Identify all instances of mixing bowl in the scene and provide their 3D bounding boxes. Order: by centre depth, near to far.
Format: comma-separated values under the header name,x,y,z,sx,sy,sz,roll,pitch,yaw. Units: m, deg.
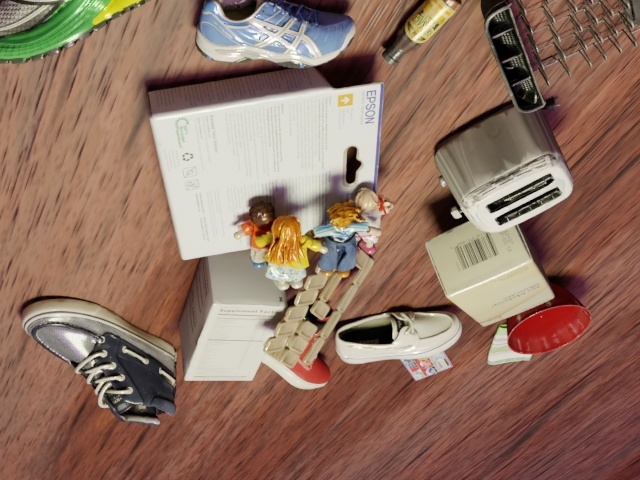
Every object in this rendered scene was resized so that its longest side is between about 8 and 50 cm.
name,x,y,z,sx,sy,sz,roll,pitch,yaw
mixing bowl,0.466,0.151,1.707,0.181,0.098,0.181,-9,142,-7

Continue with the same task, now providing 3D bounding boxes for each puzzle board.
name,x,y,z,sx,sy,sz,roll,pitch,yaw
puzzle board,0.247,0.284,1.875,0.096,0.011,0.128,-23,141,11

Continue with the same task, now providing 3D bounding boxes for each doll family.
name,x,y,z,sx,sy,sz,roll,pitch,yaw
doll family,0.000,0.000,1.261,0.262,0.118,0.163,-9,142,-9

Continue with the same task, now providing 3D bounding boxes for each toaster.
name,x,y,z,sx,sy,sz,roll,pitch,yaw
toaster,0.302,-0.117,1.289,0.226,0.147,0.129,-27,141,16

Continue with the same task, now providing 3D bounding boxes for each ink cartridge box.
name,x,y,z,sx,sy,sz,roll,pitch,yaw
ink cartridge box,-0.077,-0.115,1.241,0.329,0.072,0.324,-11,142,-9

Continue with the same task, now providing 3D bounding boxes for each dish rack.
name,x,y,z,sx,sy,sz,roll,pitch,yaw
dish rack,0.365,-0.317,1.122,0.271,0.074,0.208,-25,141,13

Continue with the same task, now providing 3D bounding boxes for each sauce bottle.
name,x,y,z,sx,sy,sz,roll,pitch,yaw
sauce bottle,0.136,-0.291,1.108,0.042,0.042,0.128,20,129,-35

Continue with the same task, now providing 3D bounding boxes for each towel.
name,x,y,z,sx,sy,sz,roll,pitch,yaw
towel,0.450,0.237,1.868,0.113,0.023,0.152,-8,141,-8

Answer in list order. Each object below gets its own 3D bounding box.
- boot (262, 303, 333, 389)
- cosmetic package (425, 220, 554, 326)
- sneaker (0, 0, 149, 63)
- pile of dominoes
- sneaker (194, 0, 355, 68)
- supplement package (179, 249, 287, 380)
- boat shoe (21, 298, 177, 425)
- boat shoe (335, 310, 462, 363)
name,x,y,z,sx,sy,sz,roll,pitch,yaw
boot,-0.014,0.211,1.650,0.176,0.088,0.244,-32,135,20
cosmetic package,0.315,0.055,1.467,0.160,0.113,0.309,-26,156,16
sneaker,-0.276,-0.315,0.914,0.343,0.134,0.146,-24,116,18
pile of dominoes,-0.011,0.107,1.446,0.251,0.040,0.196,-58,152,-5
sneaker,-0.054,-0.276,1.039,0.211,0.080,0.081,-5,144,-13
supplement package,-0.164,0.135,1.468,0.138,0.134,0.244,4,138,-22
boat shoe,-0.396,0.232,1.497,0.127,0.158,0.340,-36,137,25
boat shoe,0.160,0.187,1.670,0.267,0.096,0.088,-7,147,5
